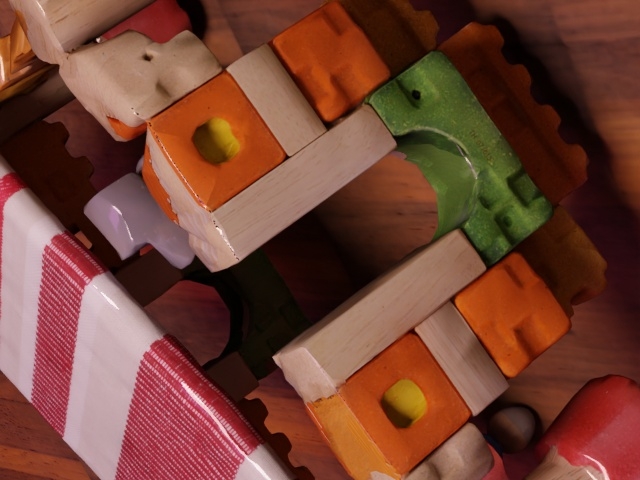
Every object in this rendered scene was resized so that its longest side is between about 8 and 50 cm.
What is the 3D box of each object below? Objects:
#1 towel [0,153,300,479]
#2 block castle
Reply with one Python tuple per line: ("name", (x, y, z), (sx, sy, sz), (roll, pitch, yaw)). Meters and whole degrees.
("towel", (-0.138, 0.072, 0.976), (0.329, 0.037, 0.237), (46, 153, 13))
("block castle", (0.000, 0.000, 0.929), (0.453, 0.213, 0.303), (55, 157, -3))
